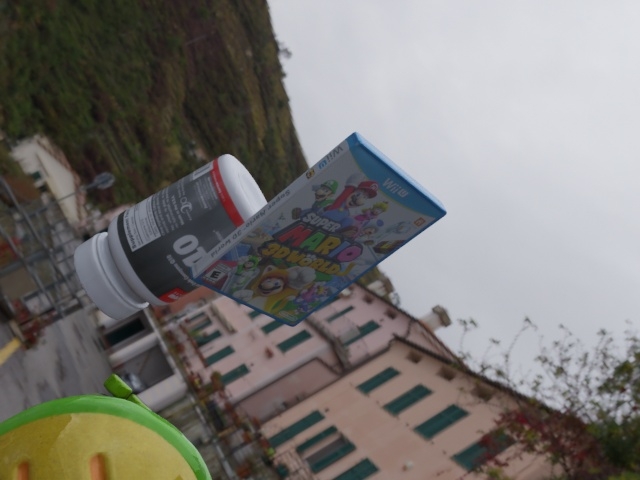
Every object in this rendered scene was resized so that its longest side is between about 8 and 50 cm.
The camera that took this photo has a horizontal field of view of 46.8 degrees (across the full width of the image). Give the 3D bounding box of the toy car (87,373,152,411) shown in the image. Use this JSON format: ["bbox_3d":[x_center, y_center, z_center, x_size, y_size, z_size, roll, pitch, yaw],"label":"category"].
[{"bbox_3d":[-0.364,0.371,1.371,0.149,0.155,0.188,29,-20,43],"label":"toy car"}]

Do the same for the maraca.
[{"bbox_3d":[-0.134,0.154,0.357,0.127,0.186,0.099,45,6,-8],"label":"maraca"}]

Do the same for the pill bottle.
[{"bbox_3d":[-0.222,0.001,1.145,0.161,0.283,0.161,59,8,-14],"label":"pill bottle"}]

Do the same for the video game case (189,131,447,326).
[{"bbox_3d":[0.000,0.000,0.565,0.119,0.166,0.015,32,28,-43],"label":"video game case"}]
